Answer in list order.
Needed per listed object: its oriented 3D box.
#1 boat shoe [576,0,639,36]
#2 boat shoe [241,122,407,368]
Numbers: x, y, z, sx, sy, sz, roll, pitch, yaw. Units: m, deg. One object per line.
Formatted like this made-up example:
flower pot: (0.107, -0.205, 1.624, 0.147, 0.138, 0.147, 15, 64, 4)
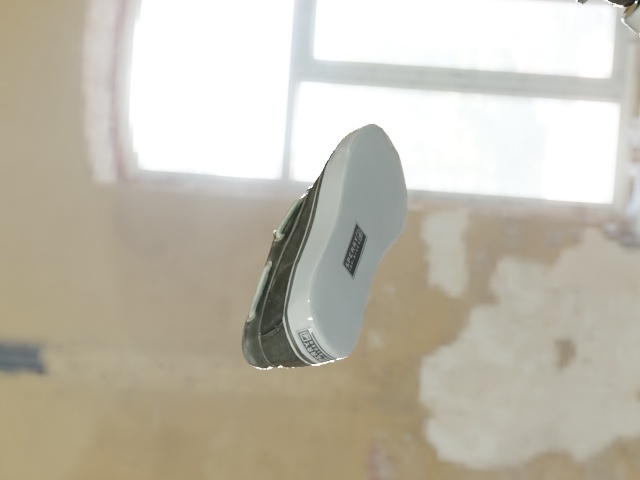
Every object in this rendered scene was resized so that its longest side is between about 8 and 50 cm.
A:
boat shoe: (0.166, -0.214, 0.691, 0.302, 0.091, 0.114, -59, 6, -26)
boat shoe: (0.000, 0.000, 1.215, 0.078, 0.070, 0.219, 58, -146, -26)
